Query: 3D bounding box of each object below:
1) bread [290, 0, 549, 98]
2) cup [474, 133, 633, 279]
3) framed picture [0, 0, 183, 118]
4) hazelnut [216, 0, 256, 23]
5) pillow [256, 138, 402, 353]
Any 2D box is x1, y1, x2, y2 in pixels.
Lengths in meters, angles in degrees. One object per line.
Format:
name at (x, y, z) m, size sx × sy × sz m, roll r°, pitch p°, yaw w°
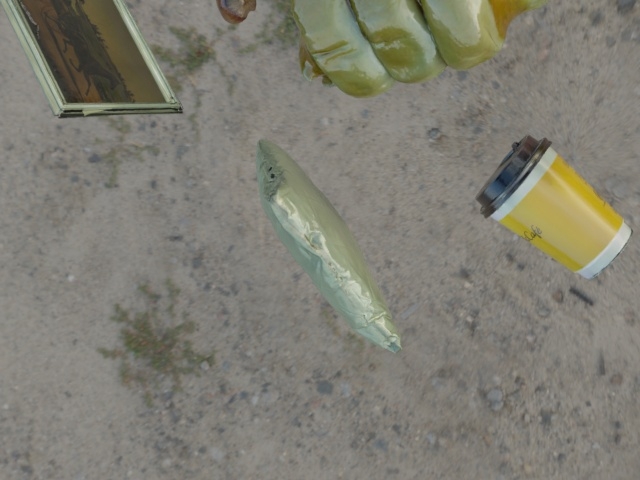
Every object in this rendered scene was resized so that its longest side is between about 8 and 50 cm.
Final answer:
bread at (0.128, -0.348, 0.951) m, size 0.342 × 0.300 × 0.210 m, roll 0°, pitch 141°, yaw 42°
cup at (0.450, -0.061, 1.459) m, size 0.280 × 0.196 × 0.196 m, roll 41°, pitch 107°, yaw 3°
framed picture at (-0.309, -0.269, 0.995) m, size 0.014 × 0.197 × 0.252 m, roll -41°, pitch 72°, yaw 38°
hazelnut at (-0.161, -0.451, 1.410) m, size 0.087 × 0.086 × 0.086 m, roll 2°, pitch 97°, yaw 18°
pillow at (-0.001, 0.000, 1.047) m, size 0.076 × 0.280 × 0.274 m, roll -35°, pitch 113°, yaw 7°
